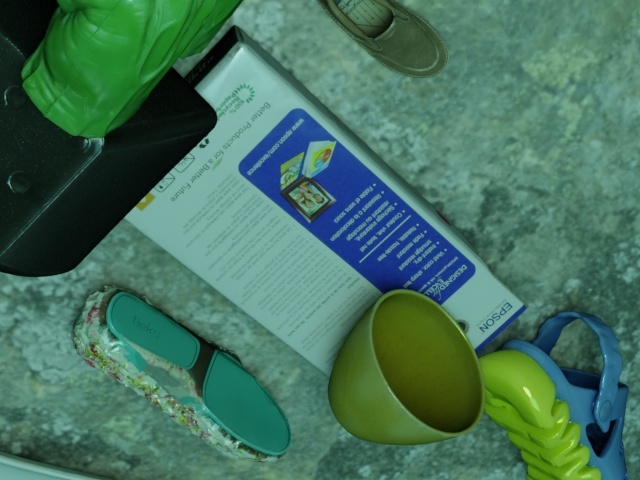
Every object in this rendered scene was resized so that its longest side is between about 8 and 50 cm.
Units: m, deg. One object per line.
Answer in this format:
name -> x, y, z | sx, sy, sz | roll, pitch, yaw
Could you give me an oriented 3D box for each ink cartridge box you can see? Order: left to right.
ink cartridge box -> 0.000, 0.000, 0.989 | 0.176, 0.069, 0.371 | -44, 115, 13

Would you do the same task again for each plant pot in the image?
plant pot -> -0.214, -0.083, 0.813 | 0.188, 0.167, 0.187 | -43, 95, 12
plant pot -> 0.061, 0.122, 0.972 | 0.134, 0.134, 0.095 | 34, 131, -24

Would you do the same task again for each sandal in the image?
sandal -> 0.263, 0.188, 1.113 | 0.138, 0.126, 0.317 | -46, 130, -20

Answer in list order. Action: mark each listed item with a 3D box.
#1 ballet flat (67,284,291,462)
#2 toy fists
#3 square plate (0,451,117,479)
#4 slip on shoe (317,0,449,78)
ballet flat -> -0.129, 0.127, 1.034 | 0.077, 0.091, 0.241 | -27, 119, 39
toy fists -> -0.099, -0.184, 0.757 | 0.096, 0.279, 0.142 | 41, 123, -6
square plate -> -0.338, 0.336, 1.109 | 0.347, 0.049, 0.344 | 20, 112, -20
slip on shoe -> 0.053, -0.174, 0.920 | 0.135, 0.041, 0.051 | 37, 105, -25
